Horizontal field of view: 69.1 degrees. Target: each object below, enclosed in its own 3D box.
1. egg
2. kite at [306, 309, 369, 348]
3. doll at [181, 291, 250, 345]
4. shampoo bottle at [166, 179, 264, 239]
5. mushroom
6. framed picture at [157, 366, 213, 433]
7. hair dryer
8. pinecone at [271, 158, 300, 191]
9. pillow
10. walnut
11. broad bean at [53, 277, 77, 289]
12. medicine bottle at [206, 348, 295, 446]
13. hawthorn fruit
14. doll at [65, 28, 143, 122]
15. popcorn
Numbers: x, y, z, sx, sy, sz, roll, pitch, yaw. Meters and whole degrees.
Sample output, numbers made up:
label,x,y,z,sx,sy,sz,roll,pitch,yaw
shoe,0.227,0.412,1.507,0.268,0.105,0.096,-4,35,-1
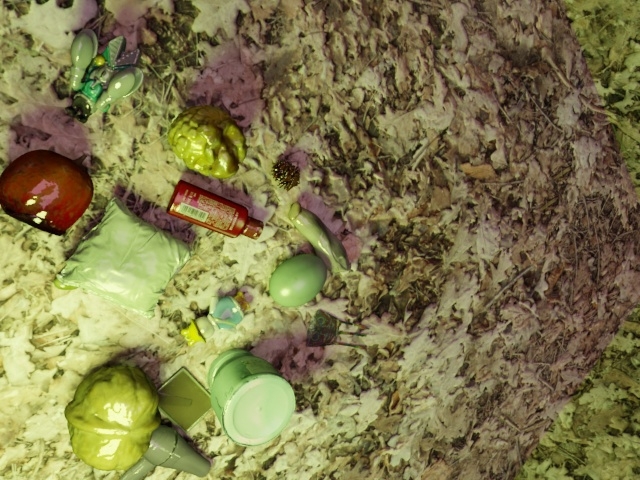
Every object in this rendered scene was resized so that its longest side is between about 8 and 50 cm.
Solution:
label,x,y,z,sx,sy,sz,roll,pitch,yaw
egg,-0.078,0.140,1.649,0.230,0.168,0.168,-35,113,-26
kite,0.074,0.371,1.857,0.285,0.015,0.152,17,93,-26
doll,-0.350,0.266,1.570,0.241,0.098,0.135,-31,134,-18
shampoo bottle,-0.338,-0.087,1.527,0.314,0.076,0.118,22,87,-29
mushroom,0.001,-0.002,1.711,0.351,0.097,0.109,52,53,-21
framed picture,-0.469,0.552,1.602,0.150,0.015,0.203,-42,115,-15
hair dryer,-0.580,0.796,1.555,0.361,0.121,0.301,-42,123,-5
pinecone,-0.117,-0.232,1.612,0.102,0.102,0.109,-36,102,-18
pillow,-0.567,0.061,1.397,0.309,0.138,0.284,34,77,-27
walnut,-0.609,0.516,1.382,0.253,0.276,0.282,47,66,-31
broad bean,-0.741,0.117,1.373,0.083,0.045,0.063,-28,100,-29
medicine bottle,-0.251,0.503,1.552,0.244,0.290,0.245,-6,102,-28
hawthorn fruit,-0.723,-0.144,1.248,0.250,0.215,0.215,-46,116,-12
doll,-0.594,-0.445,1.292,0.194,0.153,0.259,11,98,-15
popcorn,-0.332,-0.299,1.400,0.206,0.251,0.237,-48,112,-6
